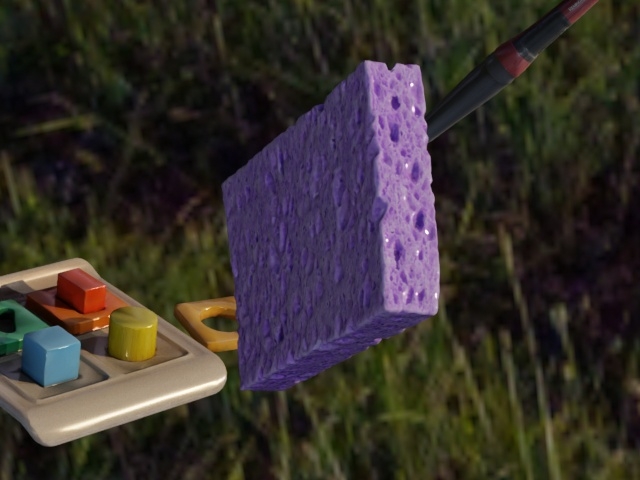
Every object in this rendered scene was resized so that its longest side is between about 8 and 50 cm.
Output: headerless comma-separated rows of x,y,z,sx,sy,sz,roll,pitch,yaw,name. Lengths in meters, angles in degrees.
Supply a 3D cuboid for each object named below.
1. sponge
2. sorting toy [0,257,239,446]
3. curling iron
0.000,0.000,0.902,0.031,0.117,0.210,1,-14,-22,sponge
-0.193,0.070,1.412,0.348,0.047,0.196,-15,37,-40,sorting toy
0.154,-0.160,1.516,0.035,0.274,0.068,4,53,-34,curling iron
